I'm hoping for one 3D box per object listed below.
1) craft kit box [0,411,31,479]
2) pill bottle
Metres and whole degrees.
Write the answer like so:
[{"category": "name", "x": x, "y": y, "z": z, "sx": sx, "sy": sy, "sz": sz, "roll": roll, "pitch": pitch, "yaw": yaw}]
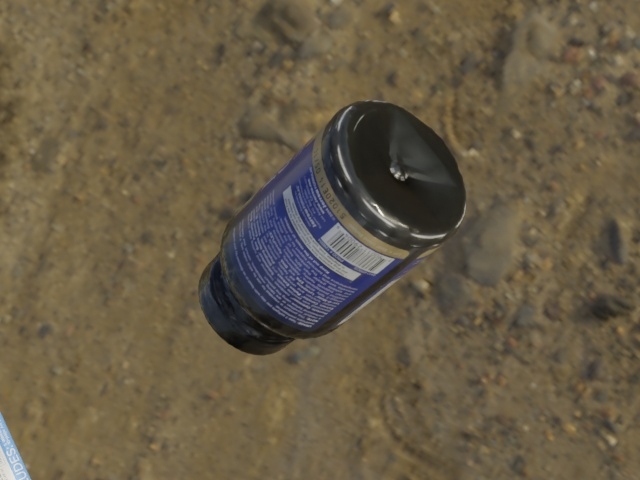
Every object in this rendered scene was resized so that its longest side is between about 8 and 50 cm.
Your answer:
[{"category": "craft kit box", "x": -0.498, "y": 0.262, "z": 1.647, "sx": 0.061, "sy": 0.246, "sz": 0.250, "roll": -32, "pitch": 82, "yaw": 59}, {"category": "pill bottle", "x": 0.000, "y": 0.000, "z": 1.050, "sx": 0.219, "sy": 0.122, "sz": 0.123, "roll": -41, "pitch": 44, "yaw": 42}]
